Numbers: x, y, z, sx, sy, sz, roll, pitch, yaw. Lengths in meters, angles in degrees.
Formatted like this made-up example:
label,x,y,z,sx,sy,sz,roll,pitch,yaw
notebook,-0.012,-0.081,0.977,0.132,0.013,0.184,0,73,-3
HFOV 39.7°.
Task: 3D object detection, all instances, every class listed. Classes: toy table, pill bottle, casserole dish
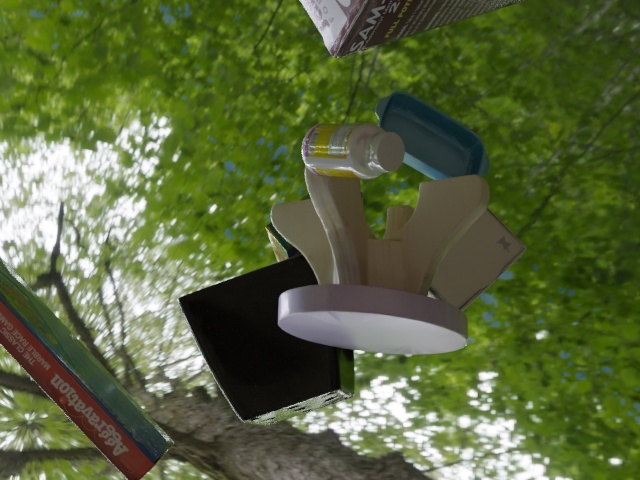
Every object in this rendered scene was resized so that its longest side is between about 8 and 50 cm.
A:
label,x,y,z,sx,sy,sz,roll,pitch,yaw
toy table,0.058,0.025,0.950,0.252,0.274,0.161,-3,-105,18
pill bottle,0.026,-0.071,0.699,0.043,0.083,0.043,-7,-79,-40
casserole dish,0.156,-0.141,1.282,0.188,0.037,0.114,29,-130,-9

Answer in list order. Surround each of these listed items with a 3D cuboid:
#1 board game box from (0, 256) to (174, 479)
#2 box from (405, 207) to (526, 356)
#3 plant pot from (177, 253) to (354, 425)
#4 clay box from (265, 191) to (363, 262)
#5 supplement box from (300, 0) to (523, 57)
label,x,y,z,sx,sy,sz,roll,pitch,yaw
board game box,-0.236,0.087,0.754,0.027,0.145,0.281,-43,-93,-8
box,0.166,0.056,1.286,0.148,0.311,0.121,-39,-100,-17
plant pot,-0.047,0.135,1.128,0.188,0.187,0.167,-20,-106,5
clay box,0.000,0.000,1.233,0.127,0.222,0.053,-38,-110,-9
supplement box,0.081,-0.203,0.512,0.239,0.073,0.130,-24,-105,-29
